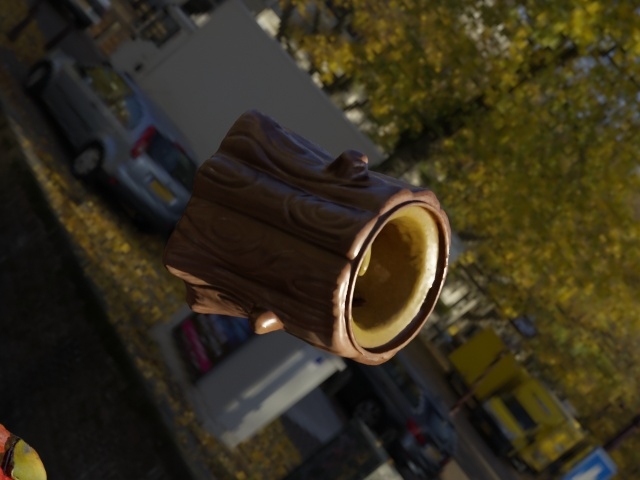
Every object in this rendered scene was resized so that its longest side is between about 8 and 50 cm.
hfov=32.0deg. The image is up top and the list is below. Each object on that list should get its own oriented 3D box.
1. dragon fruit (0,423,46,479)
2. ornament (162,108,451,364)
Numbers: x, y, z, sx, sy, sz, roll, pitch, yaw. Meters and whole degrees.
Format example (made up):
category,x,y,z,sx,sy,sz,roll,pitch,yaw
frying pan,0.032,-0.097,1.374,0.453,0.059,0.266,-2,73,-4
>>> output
category,x,y,z,sx,sy,sz,roll,pitch,yaw
dragon fruit,-0.465,0.283,1.202,0.305,0.305,0.226,53,-12,21
ornament,0.000,0.000,1.113,0.217,0.221,0.235,22,22,37
